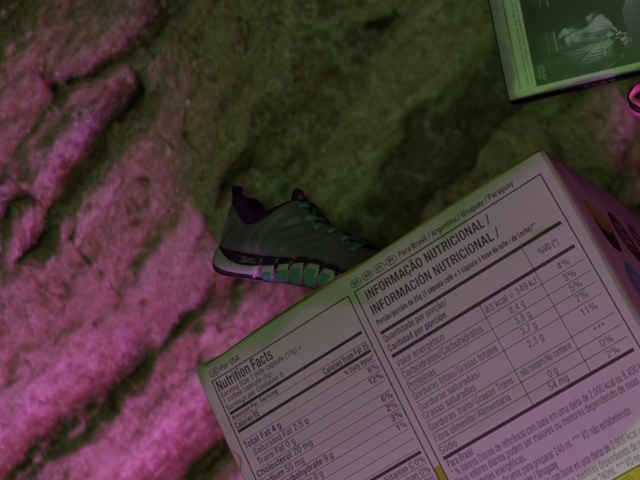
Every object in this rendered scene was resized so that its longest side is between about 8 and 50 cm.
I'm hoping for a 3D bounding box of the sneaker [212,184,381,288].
[{"bbox_3d":[0.000,0.000,1.448,0.223,0.083,0.098,8,88,21],"label":"sneaker"}]

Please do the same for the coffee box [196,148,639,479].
[{"bbox_3d":[0.167,0.173,1.227,0.338,0.337,0.334,-34,69,17],"label":"coffee box"}]

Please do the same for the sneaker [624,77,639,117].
[{"bbox_3d":[0.332,-0.137,1.339,0.119,0.057,0.047,-12,84,18],"label":"sneaker"}]

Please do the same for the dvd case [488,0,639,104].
[{"bbox_3d":[0.274,-0.240,1.375,0.238,0.029,0.179,-12,86,20],"label":"dvd case"}]
